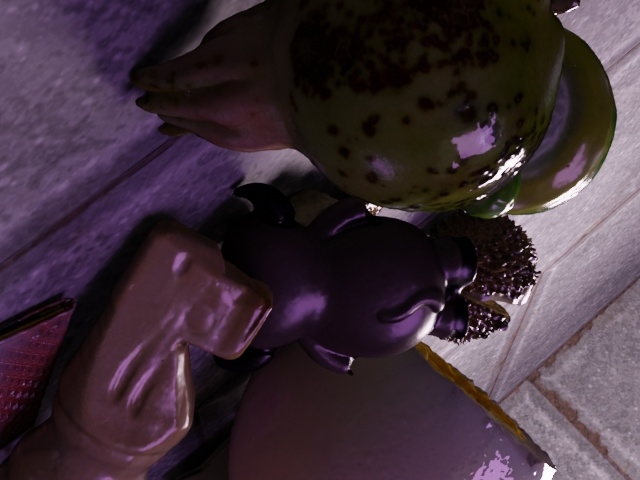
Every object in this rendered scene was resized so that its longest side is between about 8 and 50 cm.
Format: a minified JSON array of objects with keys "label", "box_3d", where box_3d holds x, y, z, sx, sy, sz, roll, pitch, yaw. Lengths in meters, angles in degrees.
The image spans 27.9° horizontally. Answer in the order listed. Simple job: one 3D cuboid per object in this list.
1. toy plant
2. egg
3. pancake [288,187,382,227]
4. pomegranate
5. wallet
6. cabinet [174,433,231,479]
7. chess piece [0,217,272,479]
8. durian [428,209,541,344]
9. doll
[{"label":"toy plant","box_3d":[0.147,-0.121,1.110,0.185,0.224,0.316,-8,171,20]},{"label":"egg","box_3d":[0.041,0.269,1.476,0.340,0.354,0.354,-48,162,2]},{"label":"pancake","box_3d":[0.000,0.000,1.330,0.244,0.057,0.266,-46,169,-24]},{"label":"pomegranate","box_3d":[0.023,-0.131,0.853,0.222,0.277,0.204,-81,-175,-69]},{"label":"wallet","box_3d":[-0.260,0.124,1.057,0.103,0.020,0.196,-29,157,-39]},{"label":"cabinet","box_3d":[-0.031,0.367,1.773,0.290,0.227,0.318,-39,166,-19]},{"label":"chess piece","box_3d":[-0.161,0.125,1.090,0.300,0.137,0.137,-59,159,18]},{"label":"durian","box_3d":[0.186,0.045,1.679,0.196,0.167,0.196,-24,129,-32]},{"label":"doll","box_3d":[0.010,0.036,1.160,0.117,0.257,0.182,-113,-153,-72]}]
